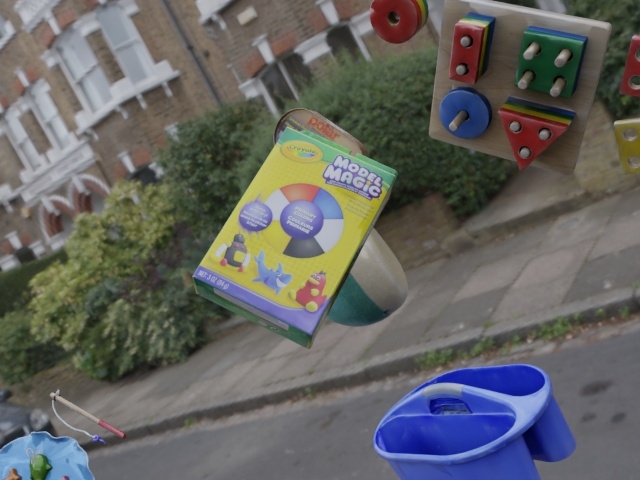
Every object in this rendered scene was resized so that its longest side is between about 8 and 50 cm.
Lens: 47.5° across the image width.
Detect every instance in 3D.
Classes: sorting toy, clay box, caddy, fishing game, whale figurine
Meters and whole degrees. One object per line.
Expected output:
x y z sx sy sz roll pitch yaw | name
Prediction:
0.161 -0.118 0.596 0.275 0.132 0.046 19 42 22 | sorting toy
-0.016 -0.019 0.728 0.222 0.127 0.053 -62 -8 -23 | clay box
0.241 0.310 1.199 0.241 0.179 0.341 -37 11 -37 | caddy
-0.366 0.321 0.895 0.189 0.041 0.264 20 68 27 | fishing game
0.018 0.014 1.129 0.141 0.272 0.216 -38 -25 10 | whale figurine

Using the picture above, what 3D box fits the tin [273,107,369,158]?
0.002 -0.156 1.266 0.040 0.190 0.106 -18 -38 -58 | tin
